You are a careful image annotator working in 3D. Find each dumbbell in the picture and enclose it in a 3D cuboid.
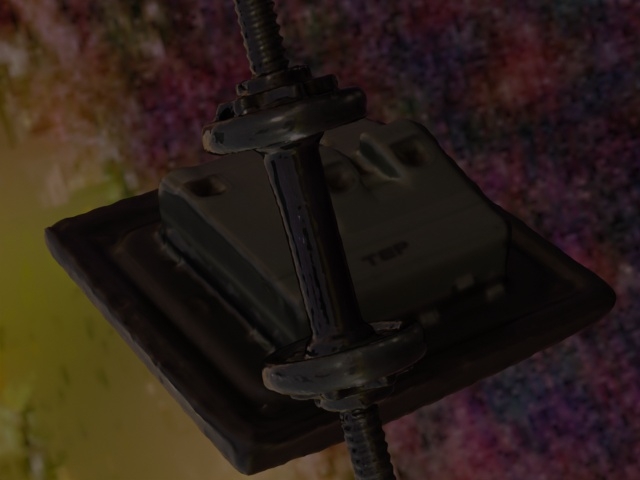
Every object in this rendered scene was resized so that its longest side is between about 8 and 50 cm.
[{"bbox_3d":[-0.003,-0.001,0.749,0.081,0.081,0.254,-179,74,-70],"label":"dumbbell"}]

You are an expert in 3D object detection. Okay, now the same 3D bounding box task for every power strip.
[{"bbox_3d":[0.001,0.000,0.942,0.251,0.257,0.092,45,144,39],"label":"power strip"}]
